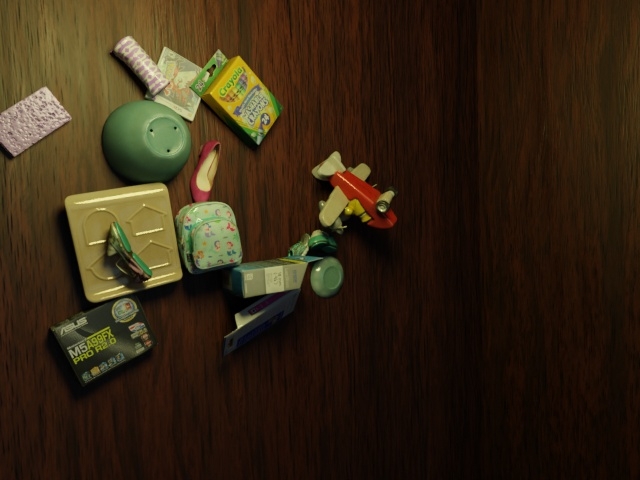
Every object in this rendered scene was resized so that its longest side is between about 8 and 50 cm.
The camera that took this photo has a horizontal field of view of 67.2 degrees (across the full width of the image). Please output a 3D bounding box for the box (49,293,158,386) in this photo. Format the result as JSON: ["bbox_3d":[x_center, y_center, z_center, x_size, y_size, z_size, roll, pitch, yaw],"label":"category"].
[{"bbox_3d":[-0.709,0.316,1.597,0.270,0.060,0.216,-29,109,-34],"label":"box"}]

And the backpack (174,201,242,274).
[{"bbox_3d":[-0.405,-0.016,1.744,0.225,0.191,0.253,-11,97,-33],"label":"backpack"}]

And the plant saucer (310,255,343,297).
[{"bbox_3d":[0.043,0.167,2.192,0.195,0.037,0.194,-1,92,-37],"label":"plant saucer"}]

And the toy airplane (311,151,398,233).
[{"bbox_3d":[0.116,-0.198,2.126,0.386,0.272,0.384,0,54,-29],"label":"toy airplane"}]

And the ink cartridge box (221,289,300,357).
[{"bbox_3d":[-0.245,0.305,1.894,0.371,0.175,0.069,-32,66,-34],"label":"ink cartridge box"}]

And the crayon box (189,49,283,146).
[{"bbox_3d":[-0.311,-0.546,1.845,0.323,0.083,0.203,44,66,-35],"label":"crayon box"}]

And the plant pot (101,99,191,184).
[{"bbox_3d":[-0.553,-0.334,1.609,0.290,0.195,0.290,-2,93,-37],"label":"plant pot"}]

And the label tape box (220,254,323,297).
[{"bbox_3d":[-0.184,0.133,1.857,0.334,0.241,0.105,-7,95,-29],"label":"label tape box"}]

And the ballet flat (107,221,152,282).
[{"bbox_3d":[-0.629,0.048,1.544,0.079,0.077,0.221,-29,112,-3],"label":"ballet flat"}]

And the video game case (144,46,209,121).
[{"bbox_3d":[-0.514,-0.561,1.739,0.183,0.023,0.201,23,77,-36],"label":"video game case"}]

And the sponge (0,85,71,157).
[{"bbox_3d":[-0.880,-0.360,1.457,0.210,0.031,0.117,-48,119,-27],"label":"sponge"}]

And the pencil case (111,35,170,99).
[{"bbox_3d":[-0.602,-0.582,1.617,0.088,0.086,0.206,-38,107,10],"label":"pencil case"}]

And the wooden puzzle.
[{"bbox_3d":[-0.650,-0.001,1.611,0.322,0.080,0.347,-15,102,-35],"label":"wooden puzzle"}]

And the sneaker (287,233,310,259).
[{"bbox_3d":[-0.098,0.040,2.064,0.076,0.065,0.166,31,71,-29],"label":"sneaker"}]

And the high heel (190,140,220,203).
[{"bbox_3d":[-0.412,-0.244,1.770,0.082,0.117,0.244,14,83,-38],"label":"high heel"}]

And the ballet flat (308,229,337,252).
[{"bbox_3d":[0.000,0.000,2.087,0.247,0.083,0.087,18,49,-67],"label":"ballet flat"}]
